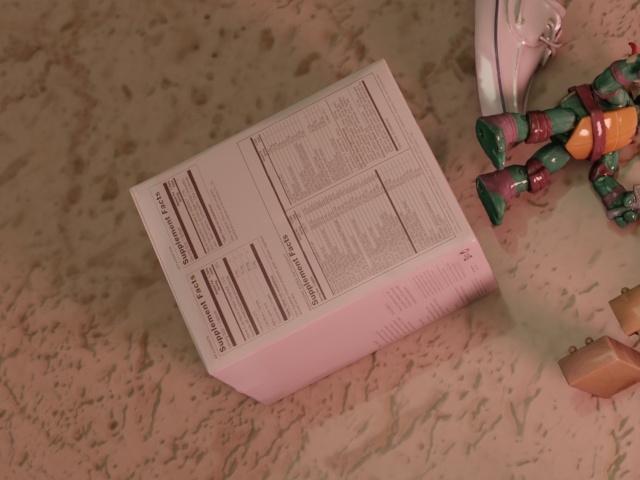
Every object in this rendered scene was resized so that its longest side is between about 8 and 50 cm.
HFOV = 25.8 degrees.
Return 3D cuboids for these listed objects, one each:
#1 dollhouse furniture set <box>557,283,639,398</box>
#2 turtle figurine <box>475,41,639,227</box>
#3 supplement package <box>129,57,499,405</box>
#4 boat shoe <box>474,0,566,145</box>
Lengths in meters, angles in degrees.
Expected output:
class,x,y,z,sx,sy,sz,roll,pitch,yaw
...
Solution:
class,x,y,z,sx,sy,sz,roll,pitch,yaw
dollhouse furniture set,0.288,0.052,1.282,0.151,0.144,0.123,-32,65,19
turtle figurine,0.264,-0.098,1.330,0.234,0.175,0.118,-17,27,-10
supplement package,0.000,0.000,1.317,0.263,0.199,0.198,-27,71,5
boat shoe,0.200,-0.218,1.385,0.084,0.095,0.258,-2,76,17
